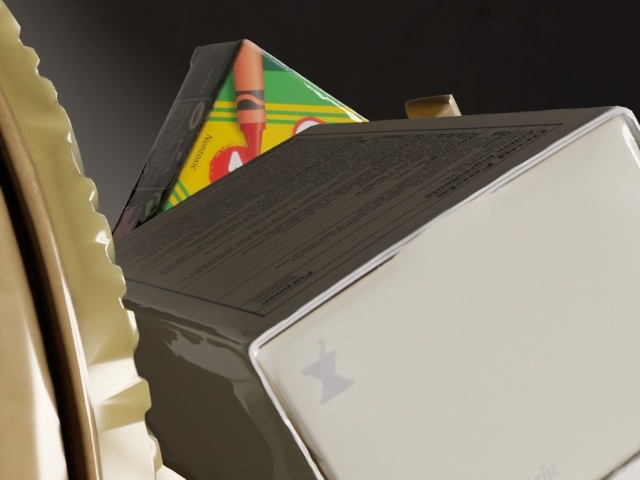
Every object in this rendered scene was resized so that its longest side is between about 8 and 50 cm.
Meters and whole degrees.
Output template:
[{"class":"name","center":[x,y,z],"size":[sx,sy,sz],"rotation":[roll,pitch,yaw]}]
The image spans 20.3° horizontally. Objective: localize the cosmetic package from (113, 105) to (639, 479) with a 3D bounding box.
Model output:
[{"class":"cosmetic package","center":[0.013,0.032,0.725],"size":[0.160,0.309,0.113],"rotation":[-32,103,-14]}]

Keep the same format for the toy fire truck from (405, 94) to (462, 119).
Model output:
[{"class":"toy fire truck","center":[0.079,-0.004,1.626],"size":[0.217,0.158,0.246],"rotation":[-9,95,2]}]

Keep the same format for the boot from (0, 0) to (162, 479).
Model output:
[{"class":"boot","center":[-0.165,0.069,0.356],"size":[0.269,0.089,0.236],"rotation":[-15,82,-28]}]

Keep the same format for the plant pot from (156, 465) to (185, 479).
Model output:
[{"class":"plant pot","center":[-0.205,0.119,1.238],"size":[0.284,0.284,0.191],"rotation":[-29,127,-6]}]

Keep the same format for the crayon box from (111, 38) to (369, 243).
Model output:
[{"class":"crayon box","center":[0.000,0.000,1.481],"size":[0.318,0.081,0.202],"rotation":[31,75,-29]}]

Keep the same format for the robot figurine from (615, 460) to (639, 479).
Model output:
[{"class":"robot figurine","center":[0.068,0.066,1.019],"size":[0.173,0.278,0.209],"rotation":[-50,150,-1]}]
